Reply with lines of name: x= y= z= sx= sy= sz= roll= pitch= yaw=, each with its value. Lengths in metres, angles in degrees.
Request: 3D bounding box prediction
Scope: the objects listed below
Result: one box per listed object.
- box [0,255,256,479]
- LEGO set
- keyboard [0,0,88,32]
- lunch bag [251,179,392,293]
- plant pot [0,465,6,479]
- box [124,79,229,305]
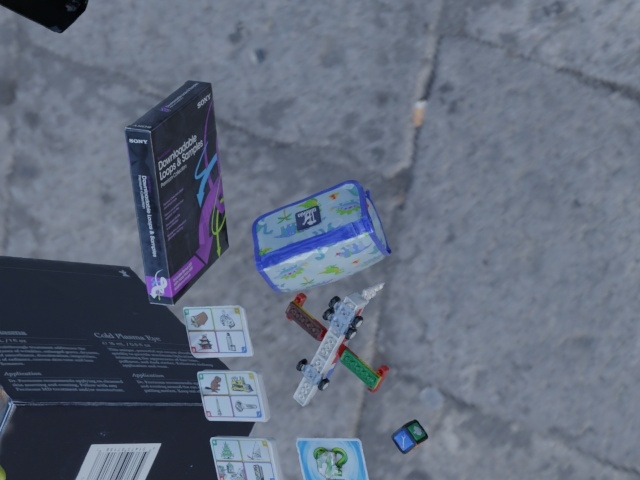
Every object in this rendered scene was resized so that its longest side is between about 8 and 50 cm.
box: x=-0.302 y=0.168 z=1.644 sx=0.312 sy=0.343 sz=0.179 roll=42 pitch=114 yaw=41
LEGO set: x=-0.008 y=0.137 z=1.342 sx=0.244 sy=0.060 sz=0.182 roll=-6 pitch=99 yaw=39
keyboard: x=-0.308 y=-0.273 z=1.406 sx=0.192 sy=0.038 sz=0.100 roll=25 pitch=144 yaw=-31
lunch bag: x=0.000 y=0.000 z=1.526 sx=0.129 sy=0.151 sz=0.096 roll=-21 pitch=92 yaw=7
plant pot: x=-0.283 y=0.157 z=0.644 sx=0.227 sy=0.207 sz=0.228 roll=35 pitch=108 yaw=-17
box: x=-0.120 y=-0.042 z=1.244 sx=0.029 sy=0.116 sz=0.162 roll=5 pitch=118 yaw=22
